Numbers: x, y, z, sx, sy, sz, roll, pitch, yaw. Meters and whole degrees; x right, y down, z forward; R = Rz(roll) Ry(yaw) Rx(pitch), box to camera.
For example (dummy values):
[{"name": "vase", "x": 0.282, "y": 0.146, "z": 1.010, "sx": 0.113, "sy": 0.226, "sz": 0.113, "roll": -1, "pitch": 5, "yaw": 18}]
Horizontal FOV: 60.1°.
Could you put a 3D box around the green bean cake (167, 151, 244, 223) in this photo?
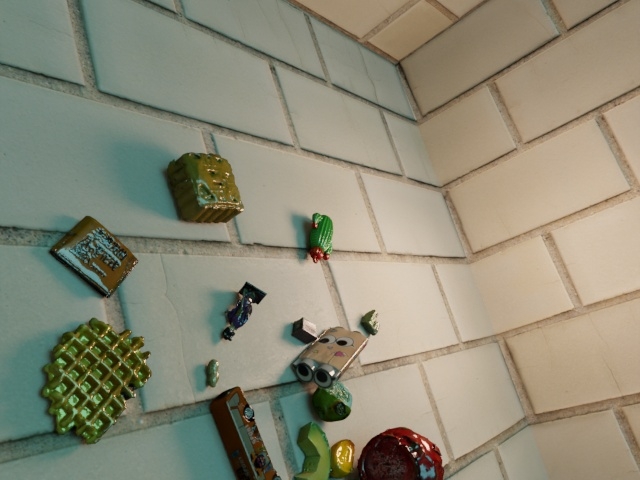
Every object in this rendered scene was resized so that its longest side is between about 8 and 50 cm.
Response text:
[{"name": "green bean cake", "x": -0.383, "y": -0.177, "z": 1.856, "sx": 0.230, "sy": 0.131, "sz": 0.224, "roll": -1, "pitch": 67, "yaw": -54}]

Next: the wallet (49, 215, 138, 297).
[{"name": "wallet", "x": -0.601, "y": 0.042, "z": 1.494, "sx": 0.195, "sy": 0.042, "sz": 0.161, "roll": 48, "pitch": 37, "yaw": -20}]

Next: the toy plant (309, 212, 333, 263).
[{"name": "toy plant", "x": 0.006, "y": 0.000, "z": 2.291, "sx": 0.154, "sy": 0.088, "sz": 0.240, "roll": 36, "pitch": 47, "yaw": -56}]

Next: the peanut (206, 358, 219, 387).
[{"name": "peanut", "x": -0.316, "y": 0.392, "z": 1.633, "sx": 0.037, "sy": 0.037, "sz": 0.083, "roll": 22, "pitch": 49, "yaw": -44}]

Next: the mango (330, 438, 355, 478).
[{"name": "mango", "x": 0.069, "y": 0.739, "z": 1.880, "sx": 0.101, "sy": 0.066, "sz": 0.187, "roll": 53, "pitch": 29, "yaw": 0}]

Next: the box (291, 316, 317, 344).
[{"name": "box", "x": -0.057, "y": 0.327, "z": 2.007, "sx": 0.085, "sy": 0.060, "sz": 0.063, "roll": 37, "pitch": 33, "yaw": -32}]

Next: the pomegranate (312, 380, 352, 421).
[{"name": "pomegranate", "x": 0.039, "y": 0.566, "z": 1.900, "sx": 0.143, "sy": 0.122, "sz": 0.169, "roll": 40, "pitch": 11, "yaw": -16}]

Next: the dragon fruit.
[{"name": "dragon fruit", "x": 0.276, "y": 0.790, "z": 1.911, "sx": 0.295, "sy": 0.296, "sz": 0.302, "roll": 71, "pitch": 15, "yaw": 13}]

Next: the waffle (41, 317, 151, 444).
[{"name": "waffle", "x": -0.534, "y": 0.335, "z": 1.360, "sx": 0.283, "sy": 0.065, "sz": 0.309, "roll": 15, "pitch": 57, "yaw": -47}]

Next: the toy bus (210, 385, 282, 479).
[{"name": "toy bus", "x": -0.197, "y": 0.624, "z": 1.581, "sx": 0.092, "sy": 0.093, "sz": 0.408, "roll": -14, "pitch": 78, "yaw": -52}]

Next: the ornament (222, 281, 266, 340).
[{"name": "ornament", "x": -0.265, "y": 0.231, "z": 1.782, "sx": 0.081, "sy": 0.088, "sz": 0.203, "roll": 37, "pitch": 49, "yaw": -3}]

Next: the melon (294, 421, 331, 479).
[{"name": "melon", "x": -0.026, "y": 0.706, "z": 1.780, "sx": 0.118, "sy": 0.064, "sz": 0.209, "roll": 41, "pitch": 42, "yaw": -31}]

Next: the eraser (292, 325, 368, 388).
[{"name": "eraser", "x": 0.043, "y": 0.416, "z": 1.996, "sx": 0.290, "sy": 0.171, "sz": 0.087, "roll": -35, "pitch": 129, "yaw": -56}]

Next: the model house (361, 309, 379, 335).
[{"name": "model house", "x": 0.223, "y": 0.350, "z": 2.351, "sx": 0.083, "sy": 0.066, "sz": 0.079, "roll": 54, "pitch": 36, "yaw": -14}]
